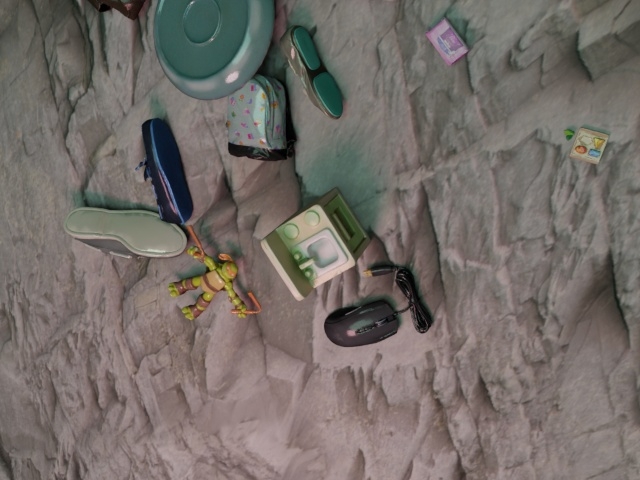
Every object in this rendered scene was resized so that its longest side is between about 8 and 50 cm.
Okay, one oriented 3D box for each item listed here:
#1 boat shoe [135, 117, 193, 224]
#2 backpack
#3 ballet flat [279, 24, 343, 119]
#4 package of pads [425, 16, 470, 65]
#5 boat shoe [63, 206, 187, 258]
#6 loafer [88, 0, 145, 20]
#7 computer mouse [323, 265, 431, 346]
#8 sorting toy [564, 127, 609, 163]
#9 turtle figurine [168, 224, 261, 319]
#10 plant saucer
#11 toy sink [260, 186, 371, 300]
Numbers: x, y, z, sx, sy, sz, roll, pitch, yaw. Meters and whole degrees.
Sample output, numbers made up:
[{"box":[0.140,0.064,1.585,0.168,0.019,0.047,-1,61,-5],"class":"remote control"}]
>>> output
[{"box":[-0.385,-0.156,1.525,0.089,0.109,0.258,-5,104,23],"class":"boat shoe"},{"box":[-0.134,-0.268,1.399,0.152,0.115,0.182,10,108,18],"class":"backpack"},{"box":[-0.020,-0.349,1.369,0.068,0.072,0.213,-16,103,50],"class":"ballet flat"},{"box":[0.251,-0.393,1.274,0.050,0.032,0.083,-36,94,26],"class":"package of pads"},{"box":[-0.481,-0.010,1.629,0.320,0.116,0.099,10,154,8],"class":"boat shoe"},{"box":[-0.498,-0.551,1.440,0.220,0.080,0.078,23,113,10],"class":"loafer"},{"box":[0.110,0.159,1.492,0.262,0.060,0.184,-13,104,21],"class":"computer mouse"},{"box":[0.514,-0.189,1.267,0.083,0.012,0.062,18,113,11],"class":"sorting toy"},{"box":[-0.275,0.092,1.582,0.217,0.087,0.269,-31,106,32],"class":"turtle figurine"},{"box":[-0.239,-0.457,1.353,0.318,0.044,0.317,1,93,29],"class":"plant saucer"},{"box":[0.000,0.000,1.379,0.131,0.234,0.152,-31,96,25],"class":"toy sink"}]
